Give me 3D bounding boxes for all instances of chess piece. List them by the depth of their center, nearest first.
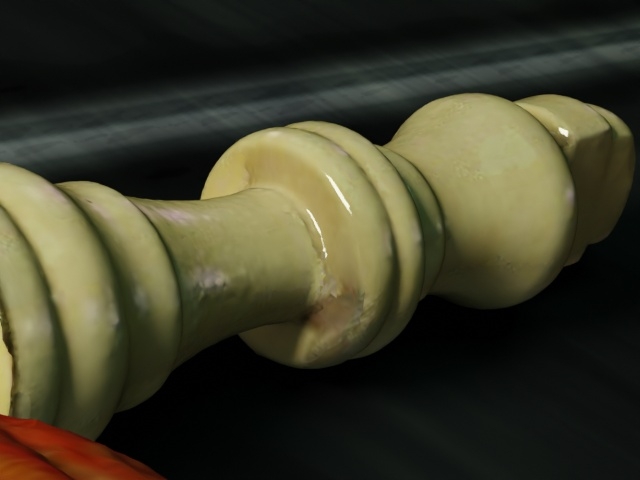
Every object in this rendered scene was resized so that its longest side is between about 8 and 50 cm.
[{"bbox_3d":[0.000,0.000,0.776,0.397,0.117,0.117,-13,42,-44],"label":"chess piece"}]

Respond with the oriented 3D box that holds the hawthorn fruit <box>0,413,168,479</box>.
[{"bbox_3d":[-0.090,0.150,0.347,0.262,0.258,0.258,10,30,-26],"label":"hawthorn fruit"}]
